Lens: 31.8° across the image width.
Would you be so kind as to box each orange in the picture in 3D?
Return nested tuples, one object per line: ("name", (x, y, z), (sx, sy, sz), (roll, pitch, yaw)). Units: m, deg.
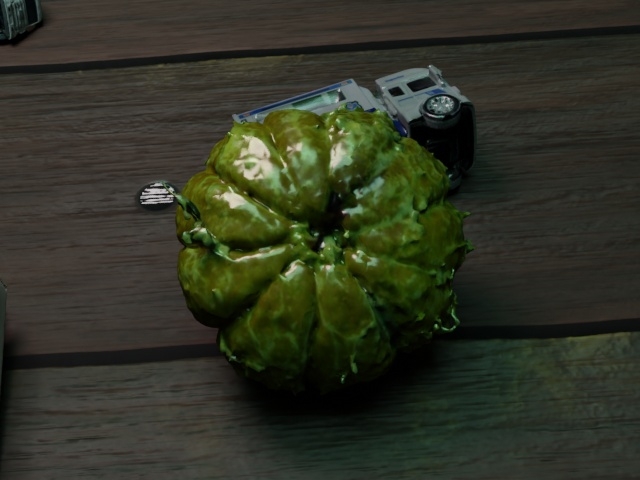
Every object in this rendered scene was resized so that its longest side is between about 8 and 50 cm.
("orange", (0.000, 0.000, 1.153), (0.301, 0.223, 0.300), (-35, 94, -4))

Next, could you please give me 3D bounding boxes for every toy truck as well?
("toy truck", (-0.471, -0.367, 1.634), (0.177, 0.080, 0.115), (33, 49, 30))
("toy truck", (0.041, -0.120, 1.348), (0.267, 0.124, 0.155), (-19, 44, -11))

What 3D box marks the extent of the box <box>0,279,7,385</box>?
("box", (-0.434, 0.151, 1.118), (0.203, 0.116, 0.274), (-6, 61, 1))
